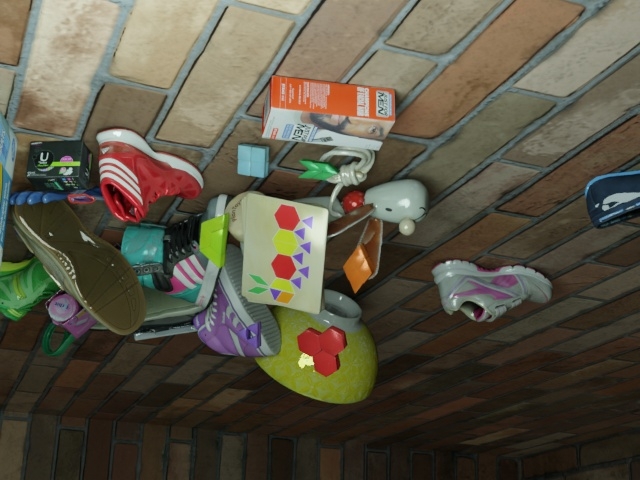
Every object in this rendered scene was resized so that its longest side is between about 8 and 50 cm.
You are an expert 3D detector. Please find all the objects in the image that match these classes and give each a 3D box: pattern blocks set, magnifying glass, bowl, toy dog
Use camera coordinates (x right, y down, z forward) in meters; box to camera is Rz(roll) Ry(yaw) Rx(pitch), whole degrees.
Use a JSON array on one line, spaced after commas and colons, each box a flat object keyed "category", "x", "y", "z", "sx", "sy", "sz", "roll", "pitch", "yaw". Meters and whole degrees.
[{"category": "pattern blocks set", "x": -0.054, "y": 0.023, "z": 1.557, "sx": 0.285, "sy": 0.325, "sz": 0.026, "roll": 20, "pitch": -157, "yaw": 18}, {"category": "magnifying glass", "x": -0.582, "y": 0.208, "z": 2.429, "sx": 0.231, "sy": 0.092, "sz": 0.026, "roll": -28, "pitch": 143, "yaw": 35}, {"category": "bowl", "x": 0.009, "y": 0.198, "z": 2.190, "sx": 0.289, "sy": 0.289, "sz": 0.156, "roll": 12, "pitch": 114, "yaw": -26}, {"category": "toy dog", "x": 0.000, "y": 0.000, "z": 1.625, "sx": 0.333, "sy": 0.161, "sz": 0.220, "roll": -23, "pitch": 145, "yaw": 33}]

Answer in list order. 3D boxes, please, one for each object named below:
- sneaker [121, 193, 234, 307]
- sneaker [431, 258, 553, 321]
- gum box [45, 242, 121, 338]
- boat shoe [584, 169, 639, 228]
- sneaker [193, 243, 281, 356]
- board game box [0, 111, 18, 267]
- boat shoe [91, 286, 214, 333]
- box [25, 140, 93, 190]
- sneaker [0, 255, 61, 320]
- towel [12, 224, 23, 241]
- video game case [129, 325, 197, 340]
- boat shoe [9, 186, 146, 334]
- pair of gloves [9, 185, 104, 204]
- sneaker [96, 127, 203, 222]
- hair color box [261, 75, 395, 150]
[{"category": "sneaker", "x": -0.255, "y": 0.004, "z": 1.799, "sx": 0.178, "sy": 0.124, "sz": 0.295, "roll": 14, "pitch": 142, "yaw": -8}, {"category": "sneaker", "x": 0.341, "y": 0.112, "z": 2.042, "sx": 0.252, "sy": 0.111, "sz": 0.103, "roll": 5, "pitch": 159, "yaw": -10}, {"category": "gum box", "x": -0.436, "y": 0.102, "z": 1.988, "sx": 0.188, "sy": 0.062, "sz": 0.107, "roll": -41, "pitch": 164, "yaw": -13}, {"category": "boat shoe", "x": 0.546, "y": -0.062, "z": 1.591, "sx": 0.258, "sy": 0.089, "sz": 0.109, "roll": -11, "pitch": 156, "yaw": 29}, {"category": "sneaker", "x": -0.196, "y": 0.130, "z": 2.025, "sx": 0.161, "sy": 0.102, "sz": 0.282, "roll": -4, "pitch": 127, "yaw": 21}, {"category": "board game box", "x": -0.491, "y": -0.094, "z": 1.348, "sx": 0.079, "sy": 0.254, "sz": 0.336, "roll": 1, "pitch": 160, "yaw": -1}, {"category": "boat shoe", "x": -0.382, "y": 0.144, "z": 2.165, "sx": 0.340, "sy": 0.127, "sz": 0.113, "roll": -10, "pitch": 147, "yaw": 5}, {"category": "box", "x": -0.395, "y": -0.113, "z": 1.562, "sx": 0.083, "sy": 0.062, "sz": 0.052, "roll": -1, "pitch": 158, "yaw": 7}, {"category": "sneaker", "x": -0.583, "y": 0.100, "z": 2.063, "sx": 0.295, "sy": 0.124, "sz": 0.109, "roll": -10, "pitch": 157, "yaw": 26}, {"category": "towel", "x": -0.540, "y": -0.013, "z": 1.918, "sx": 0.060, "sy": 0.009, "sz": 0.083, "roll": 5, "pitch": 159, "yaw": -8}, {"category": "video game case", "x": -0.343, "y": 0.192, "z": 2.298, "sx": 0.173, "sy": 0.022, "sz": 0.190, "roll": -7, "pitch": -177, "yaw": -18}, {"category": "boat shoe", "x": -0.418, "y": 0.039, "z": 1.769, "sx": 0.302, "sy": 0.109, "sz": 0.098, "roll": 49, "pitch": 152, "yaw": -13}, {"category": "pair of gloves", "x": -0.392, "y": -0.076, "z": 1.634, "sx": 0.198, "sy": 0.023, "sz": 0.159, "roll": 0, "pitch": -172, "yaw": 19}, {"category": "sneaker", "x": -0.264, "y": -0.073, "z": 1.566, "sx": 0.087, "sy": 0.128, "sz": 0.221, "roll": -13, "pitch": 155, "yaw": 33}, {"category": "hair color box", "x": 0.009, "y": -0.171, "z": 1.393, "sx": 0.167, "sy": 0.053, "sz": 0.093, "roll": 4, "pitch": 159, "yaw": -10}]
